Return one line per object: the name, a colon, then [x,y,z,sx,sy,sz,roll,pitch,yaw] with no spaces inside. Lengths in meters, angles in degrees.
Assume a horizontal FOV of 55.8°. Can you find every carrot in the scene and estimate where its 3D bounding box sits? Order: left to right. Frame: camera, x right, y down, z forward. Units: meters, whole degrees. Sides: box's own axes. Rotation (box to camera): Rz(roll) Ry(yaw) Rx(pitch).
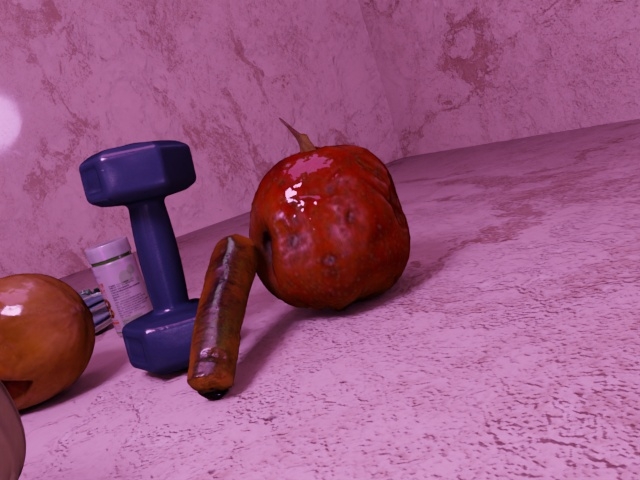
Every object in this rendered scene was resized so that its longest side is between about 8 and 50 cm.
carrot: [-0.124,0.088,0.786,0.070,0.070,0.260,-16,37,13]

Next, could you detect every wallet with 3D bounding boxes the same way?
wallet: [-0.569,0.184,1.337,0.176,0.075,0.250,-33,16,-36]

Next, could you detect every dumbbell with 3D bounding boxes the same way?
dumbbell: [-0.233,0.021,0.871,0.144,0.325,0.160,-9,8,19]

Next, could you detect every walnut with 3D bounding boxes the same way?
walnut: [-0.481,0.163,0.927,0.297,0.203,0.203,-18,9,19]

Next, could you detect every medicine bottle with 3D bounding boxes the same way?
medicine bottle: [-0.391,0.091,1.193,0.086,0.184,0.086,-18,9,3]

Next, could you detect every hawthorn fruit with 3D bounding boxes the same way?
hawthorn fruit: [0.014,-0.021,0.918,0.258,0.262,0.258,18,-3,1]

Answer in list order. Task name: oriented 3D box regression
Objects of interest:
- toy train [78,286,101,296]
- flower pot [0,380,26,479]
toy train: [-0.536,0.139,1.537,0.178,0.071,0.104,-17,2,-6]
flower pot: [-0.396,0.182,0.407,0.307,0.308,0.244,-15,25,18]
